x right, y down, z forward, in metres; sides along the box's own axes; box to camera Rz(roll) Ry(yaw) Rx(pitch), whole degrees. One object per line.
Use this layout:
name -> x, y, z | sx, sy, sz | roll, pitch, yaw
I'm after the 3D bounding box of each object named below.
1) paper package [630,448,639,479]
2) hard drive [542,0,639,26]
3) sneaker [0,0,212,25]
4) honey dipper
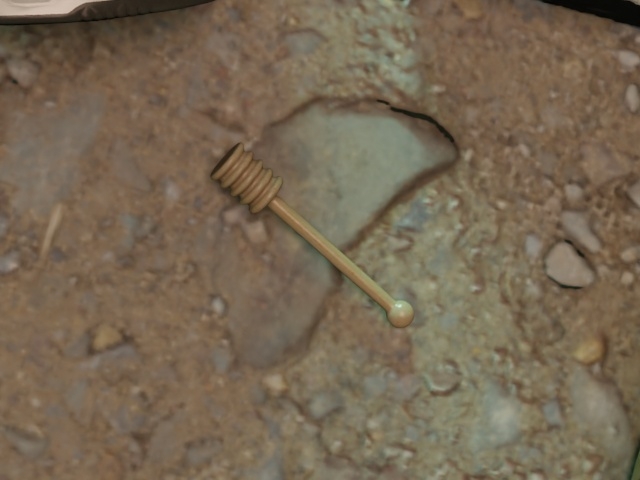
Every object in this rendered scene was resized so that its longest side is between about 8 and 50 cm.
paper package -> 0.408, 0.094, 0.941 | 0.324, 0.168, 0.310 | 19, 84, -11
hard drive -> 0.241, -0.258, 0.960 | 0.338, 0.064, 0.237 | 13, 86, -12
sneaker -> -0.206, -0.212, 0.830 | 0.295, 0.124, 0.179 | -2, 99, -12
honey dipper -> 0.000, 0.000, 0.919 | 0.160, 0.030, 0.030 | 40, 81, -12
